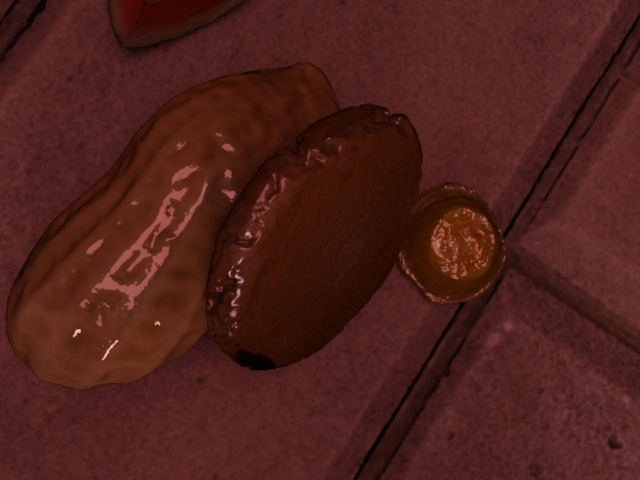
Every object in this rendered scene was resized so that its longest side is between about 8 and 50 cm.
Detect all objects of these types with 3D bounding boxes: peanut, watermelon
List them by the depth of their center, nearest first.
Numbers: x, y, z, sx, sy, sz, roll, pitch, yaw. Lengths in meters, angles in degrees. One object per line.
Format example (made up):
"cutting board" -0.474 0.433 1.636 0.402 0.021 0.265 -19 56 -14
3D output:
"peanut" -0.098 -0.017 0.600 0.147 0.147 0.306 41 83 -6
"watermelon" -0.114 -0.206 0.627 0.125 0.094 0.135 30 88 -15

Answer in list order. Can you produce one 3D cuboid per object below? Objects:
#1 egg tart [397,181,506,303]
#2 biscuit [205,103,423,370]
"egg tart" 0.114 0.003 0.683 0.105 0.039 0.105 1 87 -11
"biscuit" 0.000 0.000 0.586 0.042 0.226 0.226 33 81 28
